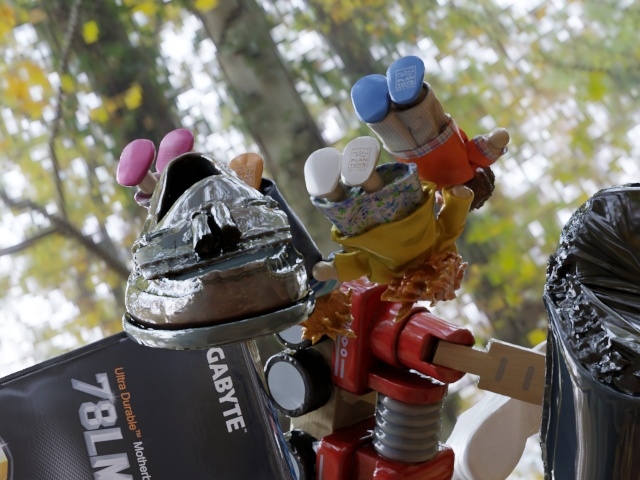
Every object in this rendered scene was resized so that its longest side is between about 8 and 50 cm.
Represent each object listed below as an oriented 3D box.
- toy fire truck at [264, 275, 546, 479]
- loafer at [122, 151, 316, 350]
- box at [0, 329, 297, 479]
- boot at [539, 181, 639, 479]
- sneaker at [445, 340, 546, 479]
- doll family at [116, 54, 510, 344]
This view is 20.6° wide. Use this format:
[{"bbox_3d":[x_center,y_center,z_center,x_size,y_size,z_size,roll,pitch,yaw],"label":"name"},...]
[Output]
[{"bbox_3d":[0.093,0.140,1.478,0.158,0.246,0.217,-17,-62,-45],"label":"toy fire truck"},{"bbox_3d":[-0.064,0.000,0.928,0.096,0.267,0.084,-11,-84,-7],"label":"loafer"},{"bbox_3d":[-0.158,0.221,1.321,0.293,0.295,0.073,-21,-30,5],"label":"box"},{"bbox_3d":[0.149,0.056,0.804,0.094,0.246,0.207,9,-53,10],"label":"boot"},{"bbox_3d":[0.179,0.162,1.682,0.212,0.080,0.094,-35,6,-35],"label":"sneaker"},{"bbox_3d":[0.000,0.000,1.120,0.263,0.118,0.163,-14,-35,22],"label":"doll family"}]
